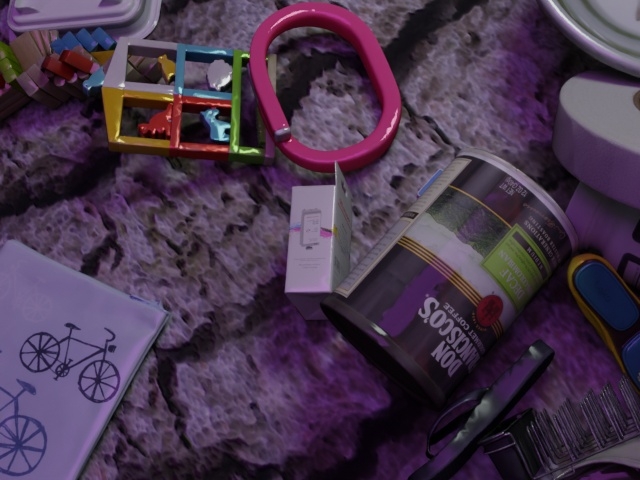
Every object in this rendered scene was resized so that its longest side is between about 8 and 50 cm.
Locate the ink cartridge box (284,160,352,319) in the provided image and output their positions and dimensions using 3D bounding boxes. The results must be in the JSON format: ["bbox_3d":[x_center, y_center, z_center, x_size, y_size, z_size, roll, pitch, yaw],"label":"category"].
[{"bbox_3d":[0.000,0.000,1.264,0.067,0.115,0.198,-2,66,13],"label":"ink cartridge box"}]

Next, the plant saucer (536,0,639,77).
[{"bbox_3d":[0.468,-0.371,1.251,0.400,0.100,0.401,0,68,-1],"label":"plant saucer"}]

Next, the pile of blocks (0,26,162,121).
[{"bbox_3d":[-0.438,-0.293,1.477,0.362,0.112,0.149,-8,81,9],"label":"pile of blocks"}]

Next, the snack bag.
[{"bbox_3d":[-0.427,0.188,1.327,0.323,0.037,0.343,21,74,20],"label":"snack bag"}]

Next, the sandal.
[{"bbox_3d":[0.194,0.218,1.142,0.054,0.097,0.254,39,70,23],"label":"sandal"}]

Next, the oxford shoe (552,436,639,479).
[{"bbox_3d":[0.446,0.266,1.039,0.449,0.130,0.169,-23,62,1],"label":"oxford shoe"}]

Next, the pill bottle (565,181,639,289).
[{"bbox_3d":[0.454,0.001,1.131,0.278,0.162,0.162,29,76,22],"label":"pill bottle"}]

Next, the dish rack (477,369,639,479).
[{"bbox_3d":[0.328,0.197,1.031,0.271,0.208,0.074,-28,79,17],"label":"dish rack"}]

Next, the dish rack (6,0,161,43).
[{"bbox_3d":[-0.417,-0.495,1.604,0.285,0.072,0.333,-3,65,13],"label":"dish rack"}]

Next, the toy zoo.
[{"bbox_3d":[-0.215,-0.217,1.394,0.293,0.030,0.192,4,66,-10],"label":"toy zoo"}]

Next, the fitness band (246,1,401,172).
[{"bbox_3d":[0.004,-0.238,1.379,0.209,0.054,0.291,-17,67,-8],"label":"fitness band"}]

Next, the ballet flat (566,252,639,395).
[{"bbox_3d":[0.384,0.109,1.138,0.077,0.077,0.231,-36,96,3],"label":"ballet flat"}]

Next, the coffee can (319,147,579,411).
[{"bbox_3d":[0.163,0.048,1.157,0.201,0.201,0.275,38,80,24],"label":"coffee can"}]

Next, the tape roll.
[{"bbox_3d":[0.482,-0.126,1.107,0.391,0.072,0.392,2,30,-1],"label":"tape roll"}]

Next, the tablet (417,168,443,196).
[{"bbox_3d":[0.187,-0.063,1.308,0.083,0.006,0.054,39,80,24],"label":"tablet"}]
